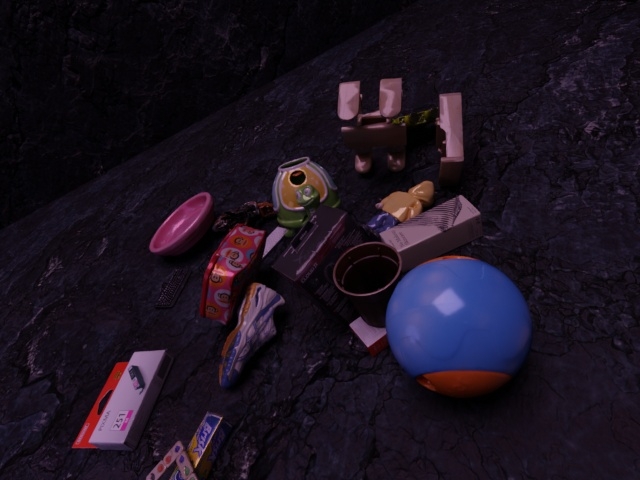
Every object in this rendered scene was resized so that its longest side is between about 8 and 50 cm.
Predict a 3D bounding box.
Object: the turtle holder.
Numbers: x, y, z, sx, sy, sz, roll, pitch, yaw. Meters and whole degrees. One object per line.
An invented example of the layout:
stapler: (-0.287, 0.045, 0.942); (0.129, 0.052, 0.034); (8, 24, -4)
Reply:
turtle holder: (-0.067, -0.149, 1.373); (0.243, 0.228, 0.320); (-8, 22, 23)

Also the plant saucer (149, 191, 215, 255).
plant saucer: (-0.561, -0.057, 1.673); (0.332, 0.084, 0.332); (-28, 34, 20)

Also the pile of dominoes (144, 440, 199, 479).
pile of dominoes: (-0.361, 0.599, 0.859); (0.251, 0.040, 0.196); (-49, 49, -4)

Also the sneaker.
sneaker: (-0.186, 0.274, 1.130); (0.112, 0.131, 0.297); (-10, 58, 62)

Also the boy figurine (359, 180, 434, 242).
boy figurine: (0.257, -0.096, 1.310); (0.285, 0.092, 0.177); (-39, 41, -16)

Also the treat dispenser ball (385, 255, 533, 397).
treat dispenser ball: (0.282, 0.175, 0.840); (0.288, 0.288, 0.288); (-15, 40, 13)

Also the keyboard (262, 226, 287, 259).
keyboard: (-0.218, 0.041, 1.477); (0.072, 0.014, 0.256); (17, 56, 40)

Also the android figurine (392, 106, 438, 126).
android figurine: (0.362, -0.477, 1.610); (0.248, 0.056, 0.273); (-15, 9, -5)

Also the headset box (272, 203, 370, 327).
headset box: (0.030, 0.063, 1.066); (0.110, 0.293, 0.218); (24, 73, 48)

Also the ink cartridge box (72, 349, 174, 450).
ink cartridge box: (-0.590, 0.462, 1.182); (0.238, 0.060, 0.275); (-9, 42, 19)

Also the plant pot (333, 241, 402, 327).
plant pot: (0.137, 0.119, 0.994); (0.166, 0.165, 0.167); (-16, 41, 14)

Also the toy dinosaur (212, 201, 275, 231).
toy dinosaur: (-0.287, -0.096, 1.572); (0.322, 0.164, 0.218); (-37, 18, 21)

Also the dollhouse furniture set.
dollhouse furniture set: (0.272, -0.332, 1.374); (0.394, 0.362, 0.257); (0, 71, 14)

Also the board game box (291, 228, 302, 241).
board game box: (0.000, 0.000, 1.383); (0.211, 0.039, 0.160); (-12, 41, 19)

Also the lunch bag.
lunch bag: (-0.267, 0.114, 1.255); (0.120, 0.258, 0.293); (18, 33, 3)

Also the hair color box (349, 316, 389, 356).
hair color box: (0.171, 0.212, 1.046); (0.167, 0.053, 0.093); (-35, 40, -8)

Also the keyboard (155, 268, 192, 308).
keyboard: (-0.563, 0.178, 1.507); (0.108, 0.023, 0.180); (-7, 42, 22)

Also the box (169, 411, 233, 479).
box: (-0.282, 0.507, 0.962); (0.054, 0.059, 0.169); (2, 47, 31)

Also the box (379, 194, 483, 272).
box: (0.325, -0.018, 1.183); (0.275, 0.094, 0.113); (-26, 40, 0)
